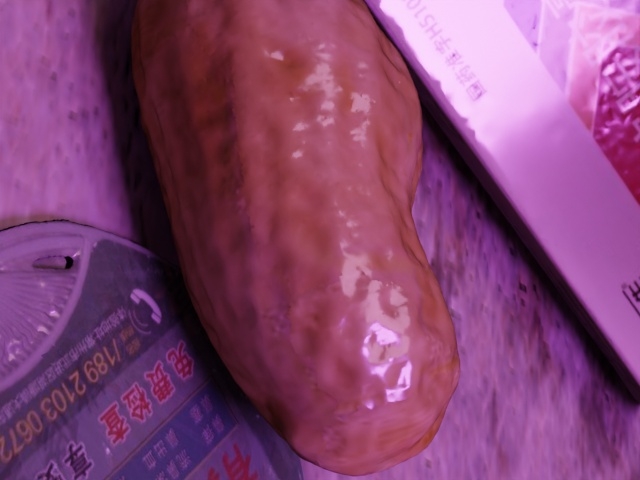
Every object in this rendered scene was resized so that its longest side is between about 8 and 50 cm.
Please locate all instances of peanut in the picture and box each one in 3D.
[{"bbox_3d":[-0.006,-0.021,0.747,0.108,0.095,0.226,-6,70,-26],"label":"peanut"}]

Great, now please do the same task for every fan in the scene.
[{"bbox_3d":[-0.106,0.075,0.669,0.294,0.012,0.223,41,47,-34],"label":"fan"}]

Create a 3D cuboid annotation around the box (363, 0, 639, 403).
[{"bbox_3d":[0.155,-0.100,0.920,0.353,0.214,0.069,52,-2,-21],"label":"box"}]
